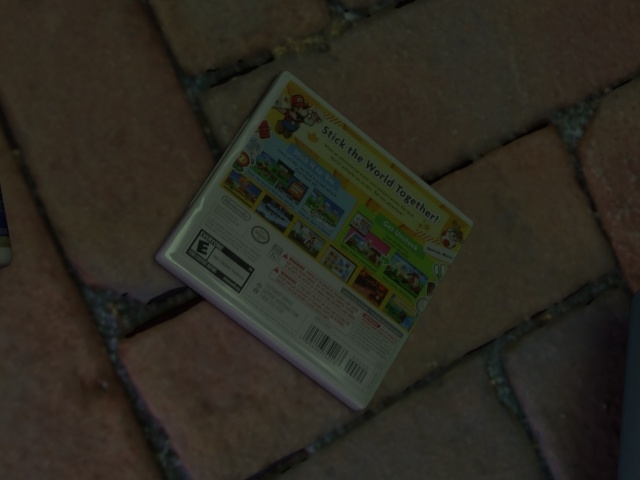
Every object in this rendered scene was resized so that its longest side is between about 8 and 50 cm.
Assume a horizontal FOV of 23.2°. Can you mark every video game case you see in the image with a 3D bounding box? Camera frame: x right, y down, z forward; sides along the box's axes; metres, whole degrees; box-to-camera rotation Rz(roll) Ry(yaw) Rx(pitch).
[{"bbox_3d":[0.000,0.000,1.354,0.227,0.026,0.206,38,69,-15],"label":"video game case"}]

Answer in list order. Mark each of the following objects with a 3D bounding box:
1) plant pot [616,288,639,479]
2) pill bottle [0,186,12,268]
[{"bbox_3d":[0.400,0.208,1.362,0.341,0.341,0.334,11,71,-24],"label":"plant pot"},{"bbox_3d":[-0.301,-0.063,1.172,0.112,0.112,0.187,-10,87,-26],"label":"pill bottle"}]
